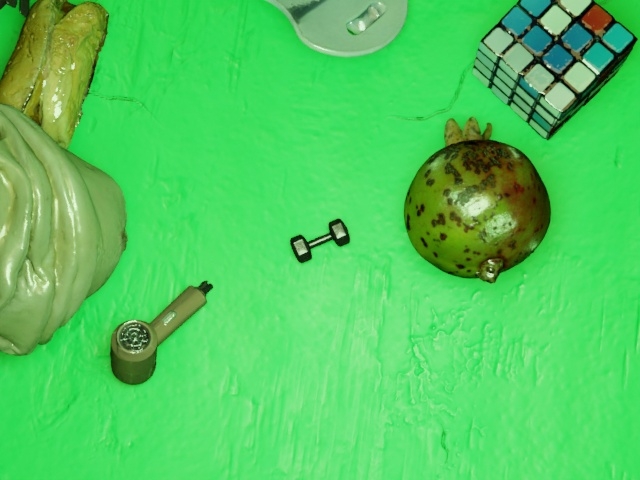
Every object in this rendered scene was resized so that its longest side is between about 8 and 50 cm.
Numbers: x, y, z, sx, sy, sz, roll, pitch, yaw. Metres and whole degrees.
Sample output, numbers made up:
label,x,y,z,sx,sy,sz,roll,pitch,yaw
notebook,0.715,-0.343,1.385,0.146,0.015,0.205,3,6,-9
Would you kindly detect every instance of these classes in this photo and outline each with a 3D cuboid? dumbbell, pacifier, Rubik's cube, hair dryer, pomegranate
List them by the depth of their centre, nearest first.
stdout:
label,x,y,z,sx,sy,sz,roll,pitch,yaw
pomegranate,0.220,-0.057,1.575,0.198,0.198,0.246,23,41,6
hair dryer,-0.215,0.113,1.597,0.064,0.117,0.182,40,64,10
Rubik's cube,0.319,-0.255,1.606,0.151,0.155,0.154,-45,80,-4
pacifier,0.016,-0.398,1.623,0.279,0.207,0.227,43,67,9
dumbbell,0.000,0.000,1.632,0.083,0.040,0.036,-23,112,-2

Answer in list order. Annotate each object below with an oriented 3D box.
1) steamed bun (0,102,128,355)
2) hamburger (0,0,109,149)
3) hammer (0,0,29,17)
label,x,y,z,sx,sy,sz,roll,pitch,yaw
steamed bun,-0.430,-0.001,1.514,0.324,0.219,0.309,38,90,-16
hamburger,-0.394,-0.240,1.648,0.124,0.131,0.262,13,77,1
hammer,-0.543,-0.194,1.638,0.168,0.044,0.439,14,75,43
